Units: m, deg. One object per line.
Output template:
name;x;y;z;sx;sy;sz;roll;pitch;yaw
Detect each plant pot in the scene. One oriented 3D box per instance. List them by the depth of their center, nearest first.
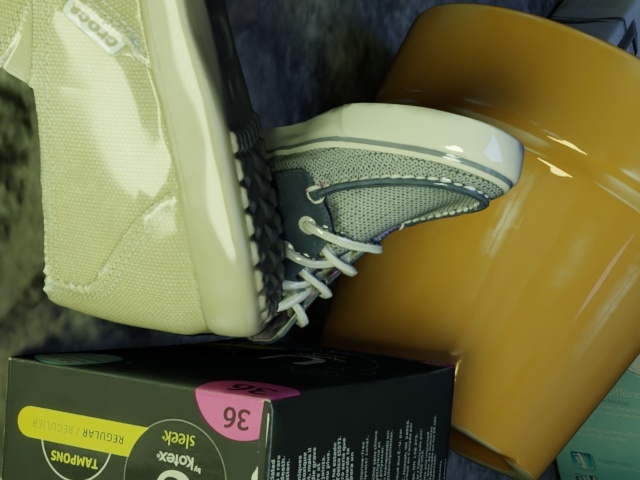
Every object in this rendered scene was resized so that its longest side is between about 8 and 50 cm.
plant pot;0.095;0.012;0.799;0.188;0.205;0.205;-61;146;-11

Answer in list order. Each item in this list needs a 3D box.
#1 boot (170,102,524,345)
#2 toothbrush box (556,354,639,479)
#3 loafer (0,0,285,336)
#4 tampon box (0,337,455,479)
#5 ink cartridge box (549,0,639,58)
boot;0.000;0.000;0.614;0.069;0.190;0.086;23;75;-34
toothbrush box;0.283;0.115;1.114;0.126;0.216;0.295;-58;140;-42
loafer;-0.082;-0.091;0.547;0.102;0.092;0.268;-12;90;-86
tampon box;-0.034;0.097;0.629;0.161;0.120;0.101;1;93;-62
ink cartridge box;0.184;-0.103;1.064;0.135;0.056;0.099;-51;137;-46
